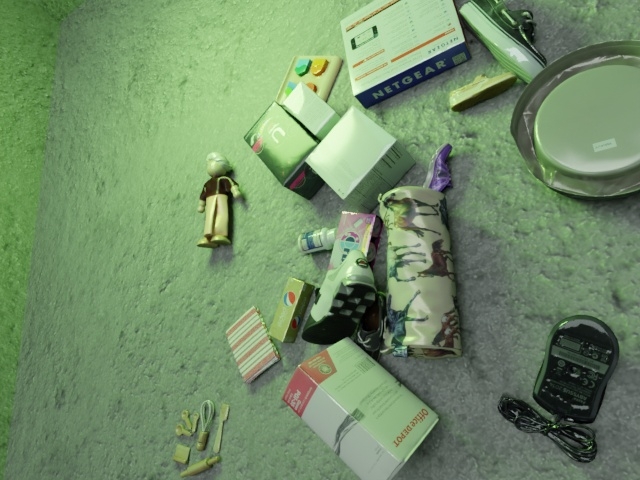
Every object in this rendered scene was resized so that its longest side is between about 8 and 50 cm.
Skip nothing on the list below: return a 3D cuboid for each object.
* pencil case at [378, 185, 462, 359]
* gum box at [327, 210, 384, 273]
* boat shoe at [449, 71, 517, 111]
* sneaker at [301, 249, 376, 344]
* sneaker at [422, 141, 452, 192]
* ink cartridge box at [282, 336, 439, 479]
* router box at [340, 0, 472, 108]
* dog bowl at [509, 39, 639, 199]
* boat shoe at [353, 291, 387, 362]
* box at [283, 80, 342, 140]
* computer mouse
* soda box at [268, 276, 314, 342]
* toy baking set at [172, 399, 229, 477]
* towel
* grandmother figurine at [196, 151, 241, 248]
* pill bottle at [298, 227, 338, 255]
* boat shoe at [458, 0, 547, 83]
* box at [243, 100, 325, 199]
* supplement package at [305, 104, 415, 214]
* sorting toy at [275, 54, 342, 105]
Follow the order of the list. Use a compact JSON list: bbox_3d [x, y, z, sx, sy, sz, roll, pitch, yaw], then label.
[{"bbox_3d":[0.226,0.073,1.030,0.184,0.160,0.409,-5,73,15],"label":"pencil case"},{"bbox_3d":[0.098,0.021,1.187,0.107,0.062,0.188,9,81,35],"label":"gum box"},{"bbox_3d":[0.413,-0.396,1.110,0.170,0.063,0.059,-19,72,28],"label":"boat shoe"},{"bbox_3d":[0.048,0.154,1.118,0.146,0.123,0.330,-90,24,-44],"label":"sneaker"},{"bbox_3d":[0.314,-0.168,1.117,0.071,0.068,0.169,17,94,20],"label":"sneaker"},{"bbox_3d":[0.089,0.374,0.962,0.283,0.207,0.117,38,117,26],"label":"ink cartridge box"},{"bbox_3d":[0.237,-0.597,1.272,0.336,0.082,0.300,-18,67,27],"label":"router box"},{"bbox_3d":[0.600,-0.243,0.921,0.349,0.102,0.348,-10,71,31],"label":"dog bowl"},{"bbox_3d":[0.118,0.242,1.100,0.084,0.079,0.232,19,89,34],"label":"boat shoe"},{"bbox_3d":[-0.009,-0.384,1.324,0.091,0.130,0.170,-47,66,12],"label":"box"},{"bbox_3d":[0.492,0.273,0.860,0.189,0.072,0.272,25,102,33],"label":"computer mouse"},{"bbox_3d":[-0.085,0.203,1.252,0.061,0.058,0.181,17,85,35],"label":"soda box"},{"bbox_3d":[-0.376,0.611,1.333,0.256,0.030,0.196,-28,62,23],"label":"toy baking set"},{"bbox_3d":[-0.211,0.317,1.320,0.144,0.029,0.197,-42,55,16],"label":"towel"},{"bbox_3d":[-0.364,-0.153,1.517,0.208,0.104,0.342,-10,73,21],"label":"grandmother figurine"},{"bbox_3d":[0.000,0.000,1.253,0.120,0.067,0.067,-14,68,29],"label":"pill bottle"},{"bbox_3d":[0.474,-0.526,1.074,0.119,0.121,0.335,-38,57,22],"label":"boat shoe"},{"bbox_3d":[-0.092,-0.283,1.351,0.165,0.143,0.270,-48,57,12],"label":"box"},{"bbox_3d":[0.110,-0.219,1.198,0.203,0.149,0.194,-48,56,12],"label":"supplement package"},{"bbox_3d":[-0.048,-0.546,1.466,0.208,0.038,0.192,21,87,35],"label":"sorting toy"}]
